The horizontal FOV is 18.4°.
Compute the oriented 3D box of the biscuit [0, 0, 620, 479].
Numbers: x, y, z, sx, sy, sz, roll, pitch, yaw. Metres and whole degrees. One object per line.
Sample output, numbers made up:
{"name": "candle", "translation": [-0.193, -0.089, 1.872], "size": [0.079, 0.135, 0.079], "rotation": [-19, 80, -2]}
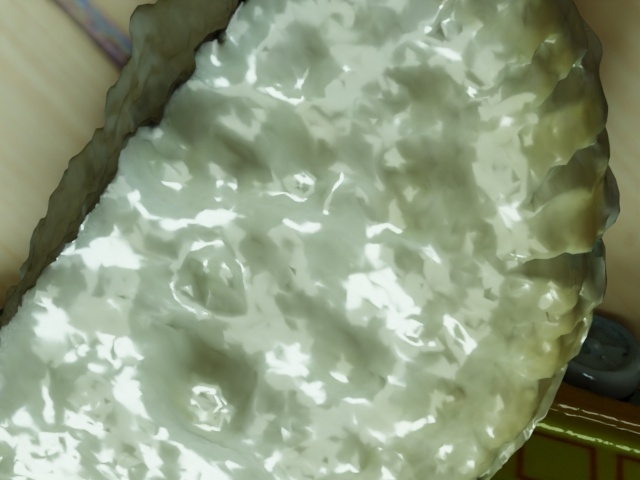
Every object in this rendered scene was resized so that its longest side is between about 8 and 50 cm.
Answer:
{"name": "biscuit", "translation": [0.000, 0.000, 0.627], "size": [0.179, 0.084, 0.281], "rotation": [29, 109, -1]}

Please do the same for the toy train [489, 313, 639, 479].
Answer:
{"name": "toy train", "translation": [0.119, 0.103, 0.702], "size": [0.219, 0.127, 0.089], "rotation": [16, 126, -3]}

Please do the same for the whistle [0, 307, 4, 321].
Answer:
{"name": "whistle", "translation": [-0.116, 0.171, 0.817], "size": [0.068, 0.057, 0.326], "rotation": [-22, 133, -30]}
